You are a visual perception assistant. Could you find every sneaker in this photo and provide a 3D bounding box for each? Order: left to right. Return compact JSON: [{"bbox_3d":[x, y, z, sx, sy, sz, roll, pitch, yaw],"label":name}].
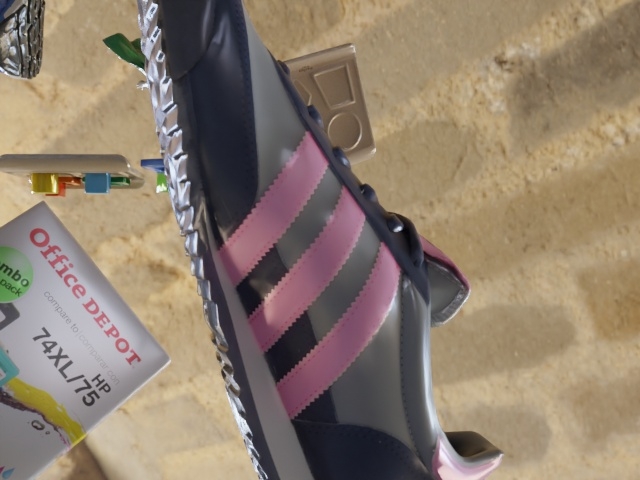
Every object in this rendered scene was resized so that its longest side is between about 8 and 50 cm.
[{"bbox_3d":[-0.414,-0.301,1.036,0.147,0.330,0.130,2,-55,-21],"label":"sneaker"},{"bbox_3d":[0.000,0.000,0.420,0.131,0.112,0.319,-17,-77,-11],"label":"sneaker"}]

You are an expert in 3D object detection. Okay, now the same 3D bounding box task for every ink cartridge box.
[{"bbox_3d":[-0.322,0.134,0.786,0.198,0.270,0.197,52,-31,-5],"label":"ink cartridge box"}]

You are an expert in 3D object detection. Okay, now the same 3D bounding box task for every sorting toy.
[{"bbox_3d":[-0.357,-0.086,1.227,0.347,0.047,0.196,0,-5,-4],"label":"sorting toy"},{"bbox_3d":[-0.010,-0.211,1.425,0.193,0.038,0.208,-20,-67,-20],"label":"sorting toy"}]

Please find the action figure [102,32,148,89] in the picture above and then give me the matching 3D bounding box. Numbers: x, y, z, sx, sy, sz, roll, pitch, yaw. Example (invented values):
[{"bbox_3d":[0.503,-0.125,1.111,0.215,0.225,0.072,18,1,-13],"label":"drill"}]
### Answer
[{"bbox_3d":[-0.284,-0.300,1.509,0.137,0.232,0.064,-10,-52,-35],"label":"action figure"}]
